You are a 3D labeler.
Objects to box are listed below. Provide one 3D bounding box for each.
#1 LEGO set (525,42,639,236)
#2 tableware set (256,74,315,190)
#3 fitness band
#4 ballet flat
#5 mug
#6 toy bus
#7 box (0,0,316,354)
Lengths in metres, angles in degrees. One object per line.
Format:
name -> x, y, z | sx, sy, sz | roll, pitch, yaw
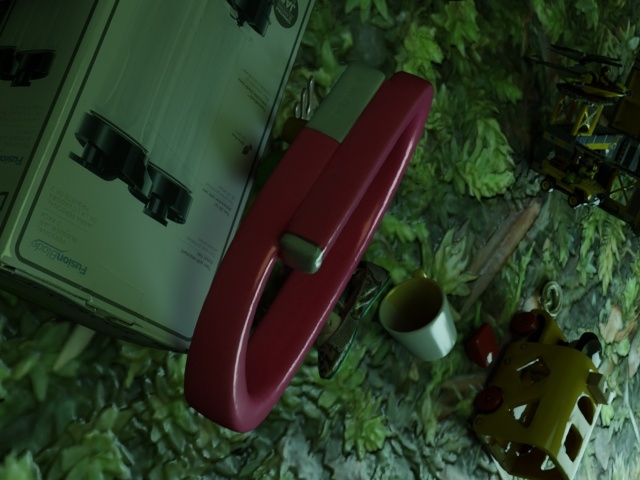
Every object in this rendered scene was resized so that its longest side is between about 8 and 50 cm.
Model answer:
LEGO set -> 0.394, -0.131, 0.959 | 0.331, 0.255, 0.192 | -2, 120, -34
tableware set -> -0.018, -0.039, 0.649 | 0.154, 0.024, 0.104 | 96, 19, -63
fitness band -> 0.000, 0.000, 0.626 | 0.290, 0.054, 0.209 | -57, 167, -33
ballet flat -> 0.018, 0.062, 0.748 | 0.041, 0.041, 0.114 | 52, 57, -33
mug -> 0.097, 0.071, 0.809 | 0.078, 0.062, 0.064 | -53, 134, -22
toy bus -> 0.246, 0.152, 0.927 | 0.191, 0.104, 0.202 | -7, 96, -45
box -> -0.110, -0.093, 0.551 | 0.169, 0.087, 0.289 | 37, 65, -53
